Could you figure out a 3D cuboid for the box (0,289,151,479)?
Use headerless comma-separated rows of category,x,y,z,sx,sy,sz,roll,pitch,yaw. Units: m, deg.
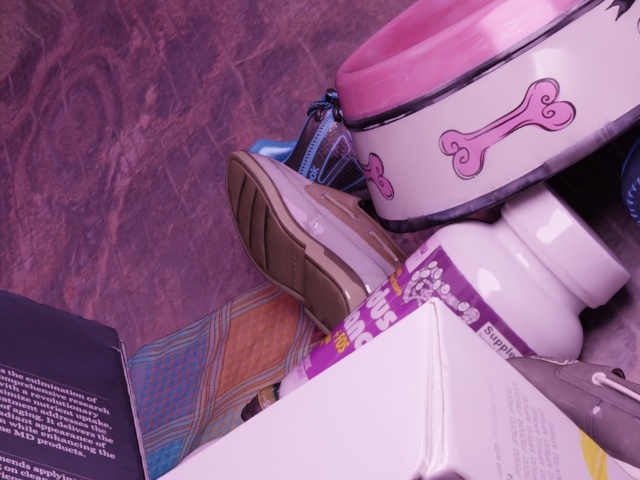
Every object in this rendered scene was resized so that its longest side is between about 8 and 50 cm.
box,-0.385,0.345,1.715,0.479,0.297,0.471,-62,20,17

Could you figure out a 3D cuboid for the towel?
towel,-0.100,0.150,1.987,0.370,0.040,0.271,-31,31,32

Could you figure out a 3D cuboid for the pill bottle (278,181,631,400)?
pill bottle,0.121,0.087,1.582,0.301,0.169,0.169,-44,26,9

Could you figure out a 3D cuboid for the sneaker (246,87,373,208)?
sneaker,0.057,-0.111,1.964,0.341,0.139,0.125,-32,8,27

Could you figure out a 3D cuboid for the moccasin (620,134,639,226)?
moccasin,0.389,-0.092,1.456,0.342,0.138,0.116,-33,34,30

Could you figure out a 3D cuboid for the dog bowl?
dog bowl,0.190,-0.180,1.658,0.408,0.150,0.408,-32,12,7

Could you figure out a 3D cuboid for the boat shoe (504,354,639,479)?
boat shoe,0.249,0.158,1.373,0.095,0.112,0.335,-34,29,-12

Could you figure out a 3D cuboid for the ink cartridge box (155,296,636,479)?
ink cartridge box,0.092,0.257,1.139,0.279,0.385,0.160,-35,28,24

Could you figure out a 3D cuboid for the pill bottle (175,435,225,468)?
pill bottle,-0.033,0.288,1.547,0.160,0.160,0.283,-49,26,-1

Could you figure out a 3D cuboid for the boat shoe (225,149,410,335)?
boat shoe,0.000,0.000,1.901,0.103,0.113,0.302,-15,43,-26

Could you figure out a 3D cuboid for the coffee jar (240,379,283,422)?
coffee jar,0.012,0.150,1.749,0.184,0.079,0.096,-41,58,15
